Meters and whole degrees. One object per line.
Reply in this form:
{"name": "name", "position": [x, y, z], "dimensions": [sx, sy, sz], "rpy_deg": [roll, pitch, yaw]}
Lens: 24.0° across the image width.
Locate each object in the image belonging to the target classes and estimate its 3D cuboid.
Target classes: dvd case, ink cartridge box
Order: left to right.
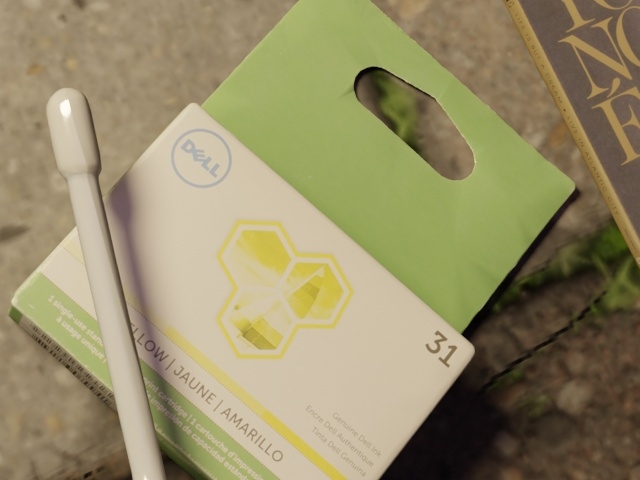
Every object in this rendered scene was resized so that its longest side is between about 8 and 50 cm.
{"name": "ink cartridge box", "position": [0.000, 0.000, 0.680], "dimensions": [0.171, 0.056, 0.235], "rpy_deg": [42, 73, -4]}
{"name": "dvd case", "position": [0.182, -0.117, 0.773], "dimensions": [0.164, 0.018, 0.221], "rpy_deg": [-25, 86, -19]}

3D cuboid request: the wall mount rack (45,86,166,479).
{"name": "wall mount rack", "position": [-0.164, 0.107, 0.544], "dimensions": [0.350, 0.130, 0.304], "rpy_deg": [-15, 43, 1]}
